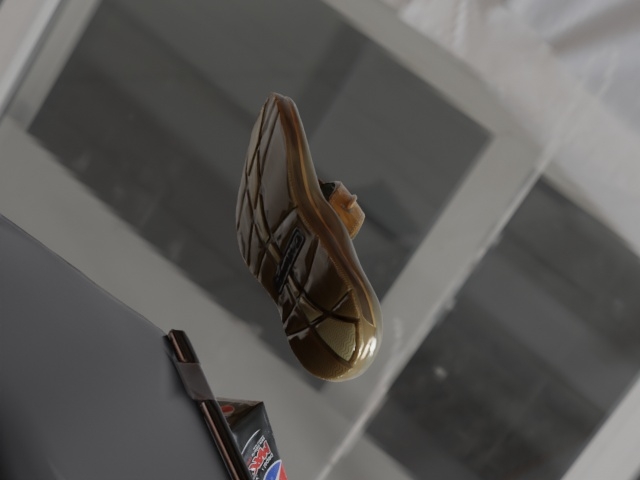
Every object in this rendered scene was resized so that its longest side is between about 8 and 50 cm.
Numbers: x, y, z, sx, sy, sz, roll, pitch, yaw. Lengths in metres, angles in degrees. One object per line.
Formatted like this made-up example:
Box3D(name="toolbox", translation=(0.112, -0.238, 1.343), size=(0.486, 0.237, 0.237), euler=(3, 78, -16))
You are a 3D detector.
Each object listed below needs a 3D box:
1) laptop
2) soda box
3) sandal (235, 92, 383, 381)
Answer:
Box3D(name="laptop", translation=(-0.126, 0.215, 0.847), size=(0.236, 0.408, 0.382), euler=(2, -140, -30))
Box3D(name="soda box", translation=(-0.065, 0.227, 1.552), size=(0.060, 0.169, 0.053), euler=(2, -153, 38))
Box3D(name="sandal", translation=(0.000, 0.000, 0.860), size=(0.049, 0.072, 0.180), euler=(6, -141, -30))
